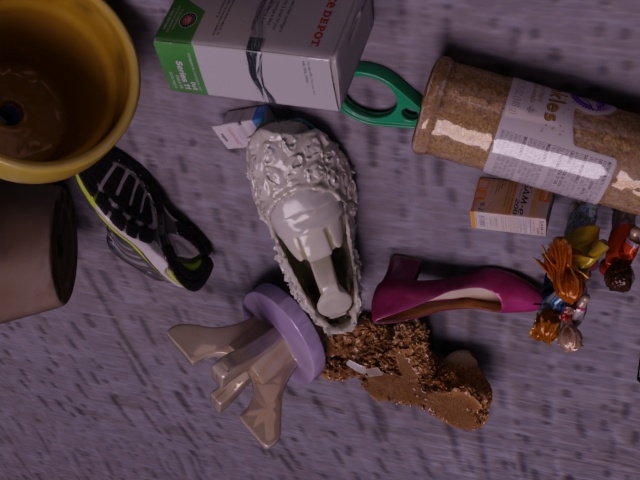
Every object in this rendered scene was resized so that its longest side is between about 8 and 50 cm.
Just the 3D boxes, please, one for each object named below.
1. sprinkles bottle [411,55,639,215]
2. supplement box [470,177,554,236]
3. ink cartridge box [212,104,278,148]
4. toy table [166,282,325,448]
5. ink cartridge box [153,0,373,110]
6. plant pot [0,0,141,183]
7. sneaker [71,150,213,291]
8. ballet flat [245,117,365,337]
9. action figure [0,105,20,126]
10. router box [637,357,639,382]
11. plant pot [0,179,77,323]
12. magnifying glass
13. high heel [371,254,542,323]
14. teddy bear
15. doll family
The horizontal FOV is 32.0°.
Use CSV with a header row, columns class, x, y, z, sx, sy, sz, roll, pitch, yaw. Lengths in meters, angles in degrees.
class,x,y,z,sx,sy,sz,roll,pitch,yaw
sprinkles bottle,0.288,-0.108,1.278,0.355,0.121,0.121,16,146,5
supplement box,0.248,-0.044,1.442,0.098,0.062,0.036,7,142,18
ink cartridge box,-0.098,-0.152,1.498,0.083,0.028,0.048,-5,139,31
toy table,-0.111,0.193,1.811,0.252,0.161,0.274,43,159,23
ink cartridge box,-0.058,-0.236,1.250,0.208,0.153,0.087,10,146,17
plant pot,-0.381,-0.185,1.425,0.254,0.254,0.239,31,159,-16
sneaker,-0.295,-0.023,1.716,0.121,0.111,0.300,-2,138,36
ballet flat,0.000,0.000,1.561,0.147,0.147,0.409,7,147,19
action figure,-0.575,-0.114,1.534,0.341,0.330,0.179,16,154,-43
router box,0.580,0.224,1.664,0.179,0.046,0.133,39,141,-26
plant pot,-0.539,0.012,1.744,0.280,0.323,0.323,0,144,1
magnifying glass,0.122,-0.158,1.386,0.231,0.026,0.092,23,146,-1
high heel,0.198,0.095,1.613,0.244,0.117,0.082,15,146,8
teddy bear,0.126,0.194,1.823,0.338,0.113,0.245,8,138,30
doll family,0.320,0.048,1.443,0.118,0.163,0.263,19,146,1
